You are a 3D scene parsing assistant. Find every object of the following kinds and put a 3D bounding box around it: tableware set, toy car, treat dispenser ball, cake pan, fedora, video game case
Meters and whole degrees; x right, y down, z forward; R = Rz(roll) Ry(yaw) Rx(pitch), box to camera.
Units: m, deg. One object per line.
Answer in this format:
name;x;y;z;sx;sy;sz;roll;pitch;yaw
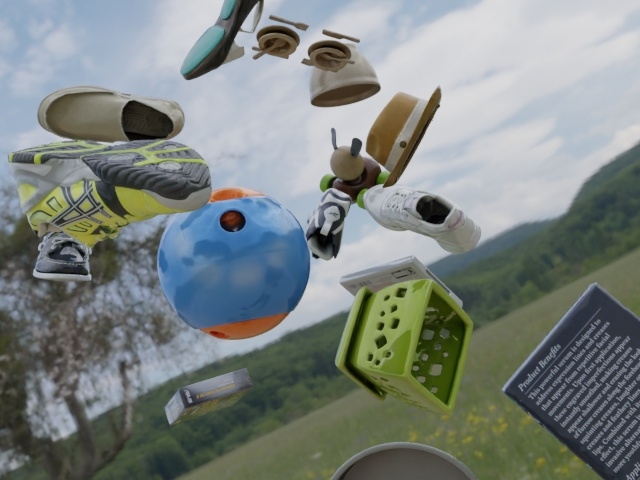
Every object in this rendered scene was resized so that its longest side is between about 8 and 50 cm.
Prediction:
tableware set;-0.033;-0.369;1.842;0.194;0.039;0.128;12;-24;-17
toy car;0.078;-0.193;2.310;0.149;0.155;0.188;-43;-42;-28
treat dispenser ball;-0.162;0.043;1.769;0.288;0.288;0.288;-25;-10;-5
cake pan;0.145;0.468;1.579;0.293;0.293;0.054;-28;5;13
fedora;0.129;-0.182;1.562;0.194;0.079;0.194;-60;-6;-11
video game case;0.193;0.126;2.273;0.227;0.206;0.026;-19;41;39

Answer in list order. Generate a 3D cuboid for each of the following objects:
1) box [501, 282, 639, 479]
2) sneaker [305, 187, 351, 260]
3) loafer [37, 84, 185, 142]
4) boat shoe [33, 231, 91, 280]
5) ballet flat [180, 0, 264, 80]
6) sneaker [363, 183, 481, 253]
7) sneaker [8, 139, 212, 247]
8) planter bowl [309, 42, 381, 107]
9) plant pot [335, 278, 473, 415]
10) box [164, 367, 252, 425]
box;0.497;0.283;1.414;0.212;0.395;0.293;-49;-20;2
sneaker;0.000;0.000;2.228;0.235;0.094;0.153;-55;10;55
loafer;-0.379;-0.229;1.721;0.268;0.102;0.092;-1;14;-15
boat shoe;-0.520;0.028;1.900;0.114;0.091;0.302;7;2;-23
ballet flat;-0.189;-0.447;2.005;0.096;0.095;0.280;29;-83;-35
sneaker;0.207;-0.077;2.052;0.114;0.305;0.152;-59;-40;-11
sneaker;-0.305;-0.067;1.403;0.384;0.147;0.145;8;21;38
planter bowl;0.047;-0.374;2.104;0.162;0.109;0.162;-11;-7;-1
plant pot;0.172;0.225;2.009;0.207;0.227;0.228;-1;-30;37
box;-0.293;0.406;2.430;0.183;0.056;0.231;-14;-16;-25
